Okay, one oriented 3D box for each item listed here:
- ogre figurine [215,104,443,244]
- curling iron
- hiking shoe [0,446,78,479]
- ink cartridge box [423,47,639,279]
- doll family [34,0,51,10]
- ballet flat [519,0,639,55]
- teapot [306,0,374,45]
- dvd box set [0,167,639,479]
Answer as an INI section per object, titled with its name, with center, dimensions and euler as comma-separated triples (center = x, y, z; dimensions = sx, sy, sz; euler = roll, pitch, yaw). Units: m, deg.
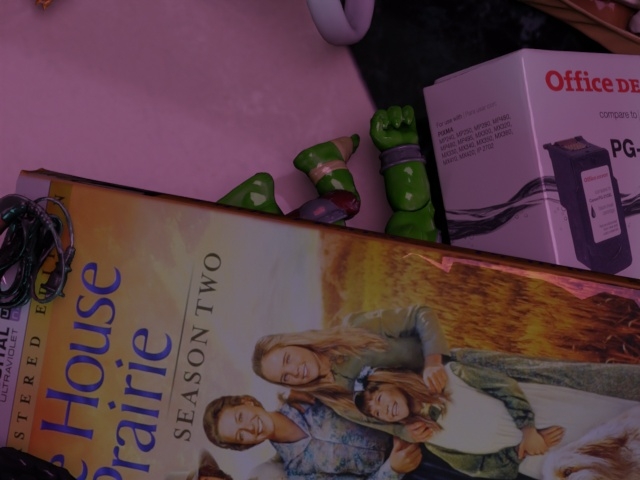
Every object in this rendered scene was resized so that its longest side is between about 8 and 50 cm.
[ogre figurine]
center = 0.000, 0.000, 1.011
dimensions = 0.197, 0.097, 0.118
euler = -25, 76, -26
[curling iron]
center = -0.259, 0.067, 0.873
dimensions = 0.274, 0.035, 0.068
euler = -36, 89, 0
[hiking shoe]
center = -0.265, 0.209, 0.881
dimensions = 0.304, 0.113, 0.132
euler = -12, 127, 8
[ink cartridge box]
center = 0.182, -0.007, 1.020
dimensions = 0.172, 0.100, 0.237
euler = -3, 81, -39
[doll family]
center = -0.248, -0.218, 0.995
dimensions = 0.163, 0.118, 0.263
euler = 42, 57, 3
[ballet flat]
center = 0.226, -0.182, 1.099
dimensions = 0.232, 0.073, 0.080
euler = 19, 78, -9
[teapot]
center = 0.001, -0.310, 1.021
dimensions = 0.252, 0.187, 0.256
euler = 43, 101, 16
[dvd box set]
center = -0.004, 0.140, 0.909
dimensions = 0.420, 0.062, 0.307
euler = 11, 94, 6
